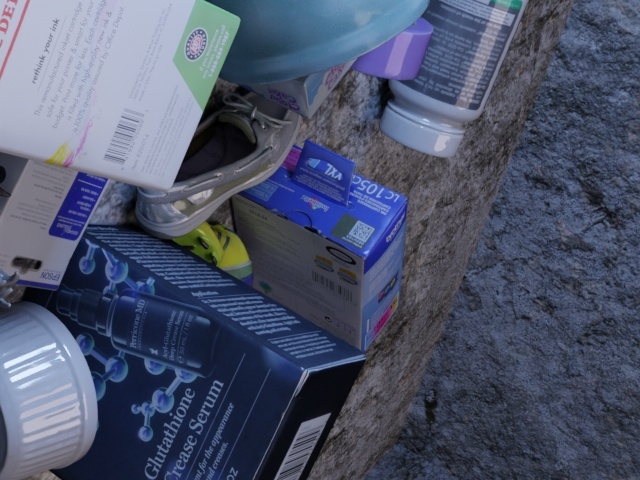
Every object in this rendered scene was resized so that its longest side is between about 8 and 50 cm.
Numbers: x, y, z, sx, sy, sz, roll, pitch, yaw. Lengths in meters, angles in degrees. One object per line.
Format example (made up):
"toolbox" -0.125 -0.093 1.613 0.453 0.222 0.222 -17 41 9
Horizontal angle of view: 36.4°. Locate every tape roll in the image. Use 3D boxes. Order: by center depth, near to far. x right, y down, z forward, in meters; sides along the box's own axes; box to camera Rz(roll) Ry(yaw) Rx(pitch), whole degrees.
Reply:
"tape roll" 0.081 -0.332 1.570 0.189 0.189 0.080 -30 144 -56

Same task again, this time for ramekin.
"ramekin" -0.369 0.183 1.137 0.109 0.207 0.207 -19 135 -49

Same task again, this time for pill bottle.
"pill bottle" 0.257 -0.362 1.942 0.204 0.204 0.361 -21 135 -61

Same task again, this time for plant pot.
"plant pot" -0.030 -0.349 1.198 0.293 0.293 0.196 -46 129 -36

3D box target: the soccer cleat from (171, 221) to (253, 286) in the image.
"soccer cleat" -0.180 0.013 1.576 0.289 0.093 0.121 61 29 -62

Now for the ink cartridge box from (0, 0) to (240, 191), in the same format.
"ink cartridge box" -0.267 -0.187 0.926 0.353 0.119 0.207 14 103 -51

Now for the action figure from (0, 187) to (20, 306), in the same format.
"action figure" -0.385 0.024 0.970 0.164 0.141 0.276 4 115 -56

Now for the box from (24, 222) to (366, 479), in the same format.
"box" -0.194 0.190 1.274 0.294 0.395 0.212 -65 159 9

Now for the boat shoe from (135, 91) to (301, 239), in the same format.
"boat shoe" -0.141 -0.132 1.403 0.320 0.118 0.103 -42 157 -29

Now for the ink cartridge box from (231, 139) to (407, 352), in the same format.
"ink cartridge box" 0.000 0.000 1.689 0.151 0.270 0.395 -53 159 -27

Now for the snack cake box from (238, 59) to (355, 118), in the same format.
"snack cake box" -0.008 -0.321 1.419 0.264 0.152 0.089 -54 159 -20

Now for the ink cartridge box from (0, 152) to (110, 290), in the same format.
"ink cartridge box" -0.297 -0.107 1.122 0.333 0.065 0.165 -63 160 1
